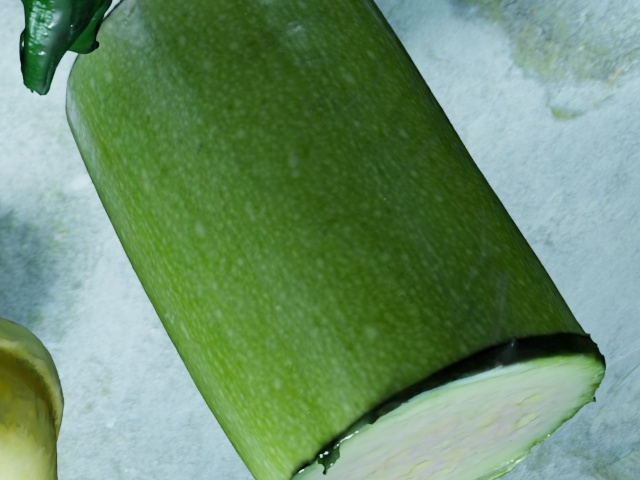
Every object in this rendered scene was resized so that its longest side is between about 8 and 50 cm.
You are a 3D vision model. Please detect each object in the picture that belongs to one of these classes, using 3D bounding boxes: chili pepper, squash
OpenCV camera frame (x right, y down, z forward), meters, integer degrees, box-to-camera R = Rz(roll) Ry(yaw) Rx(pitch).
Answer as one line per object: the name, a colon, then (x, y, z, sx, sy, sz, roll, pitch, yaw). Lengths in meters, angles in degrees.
chili pepper: (-0.163, -0.177, 1.034, 0.098, 0.061, 0.224, -57, 163, -27)
squash: (0.000, 0.000, 1.176, 0.263, 0.384, 0.263, -24, 153, -13)

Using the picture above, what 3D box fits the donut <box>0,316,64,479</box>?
donut: (-0.407, 0.195, 1.253, 0.449, 0.198, 0.449, -24, 145, -18)
